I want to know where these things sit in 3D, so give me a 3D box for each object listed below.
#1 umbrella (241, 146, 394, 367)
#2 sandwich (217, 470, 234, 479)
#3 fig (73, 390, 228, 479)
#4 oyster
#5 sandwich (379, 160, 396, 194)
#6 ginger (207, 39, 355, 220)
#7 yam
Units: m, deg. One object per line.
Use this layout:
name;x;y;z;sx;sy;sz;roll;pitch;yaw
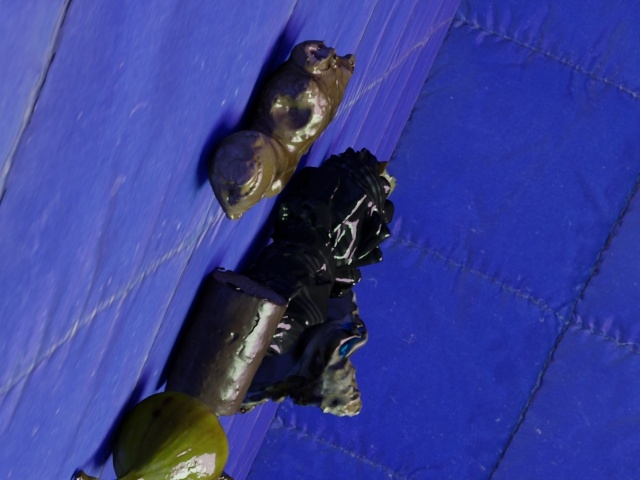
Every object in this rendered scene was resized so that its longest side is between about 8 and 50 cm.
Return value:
umbrella;-0.014;0.027;1.490;0.336;0.128;0.154;-54;171;-52
sandwich;-0.142;0.219;1.372;0.105;0.093;0.035;21;96;-53
fig;-0.150;0.178;1.153;0.166;0.093;0.093;-19;142;-43
oyster;-0.027;0.126;1.577;0.214;0.083;0.223;-13;-151;35
sandwich;0.000;0.000;1.771;0.244;0.088;0.090;-60;166;-13
ginger;-0.032;-0.086;1.068;0.133;0.059;0.214;-58;176;15
yam;-0.085;0.094;1.286;0.084;0.084;0.127;-45;156;-78
